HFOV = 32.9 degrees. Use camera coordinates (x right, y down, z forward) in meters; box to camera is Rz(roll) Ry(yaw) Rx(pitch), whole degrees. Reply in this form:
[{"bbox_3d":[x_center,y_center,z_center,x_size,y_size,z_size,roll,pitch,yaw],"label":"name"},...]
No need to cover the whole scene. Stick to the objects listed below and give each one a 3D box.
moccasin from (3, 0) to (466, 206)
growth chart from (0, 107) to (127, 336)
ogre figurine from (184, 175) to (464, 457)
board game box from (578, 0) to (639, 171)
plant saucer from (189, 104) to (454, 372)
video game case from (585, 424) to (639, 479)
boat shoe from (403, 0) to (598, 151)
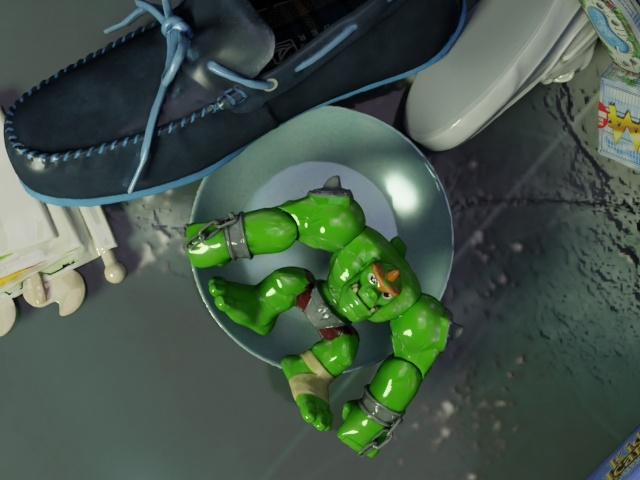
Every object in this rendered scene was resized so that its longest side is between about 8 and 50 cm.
[{"bbox_3d":[-0.061,-0.143,0.740,0.342,0.117,0.138,-29,62,-15],"label":"moccasin"},{"bbox_3d":[-0.269,-0.010,0.765,0.237,0.021,0.172,-15,91,-9],"label":"growth chart"},{"bbox_3d":[0.008,0.041,0.735,0.118,0.097,0.197,-39,78,10],"label":"ogre figurine"},{"bbox_3d":[0.261,-0.156,0.782,0.194,0.060,0.194,-52,132,-6],"label":"board game box"},{"bbox_3d":[0.000,0.000,0.797,0.194,0.037,0.195,0,87,-9],"label":"plant saucer"},{"bbox_3d":[0.324,0.241,0.825,0.269,0.061,0.244,-43,93,-7],"label":"video game case"},{"bbox_3d":[0.170,-0.157,0.803,0.258,0.095,0.084,-48,127,5],"label":"boat shoe"}]
